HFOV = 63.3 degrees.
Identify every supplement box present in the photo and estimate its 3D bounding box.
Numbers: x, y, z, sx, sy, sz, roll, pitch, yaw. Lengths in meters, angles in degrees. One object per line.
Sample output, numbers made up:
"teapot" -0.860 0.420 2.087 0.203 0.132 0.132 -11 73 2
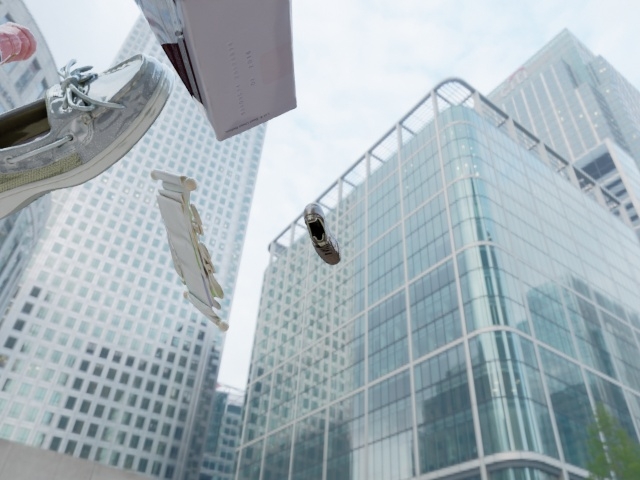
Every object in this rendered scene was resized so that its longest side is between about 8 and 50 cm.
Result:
"supplement box" -0.105 -0.207 0.383 0.073 0.240 0.130 -27 -22 -14

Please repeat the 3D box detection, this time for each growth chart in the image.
"growth chart" -0.176 0.013 0.698 0.021 0.172 0.238 -24 -58 -29

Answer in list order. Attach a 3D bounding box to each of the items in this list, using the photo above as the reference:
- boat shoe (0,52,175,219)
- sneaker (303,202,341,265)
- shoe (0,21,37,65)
"boat shoe" -0.311 -0.122 0.576 0.320 0.118 0.103 -23 -43 13
"sneaker" 0.000 0.000 1.283 0.066 0.071 0.189 -17 -58 15
"shoe" -0.486 -0.266 0.744 0.177 0.081 0.064 0 -62 32
